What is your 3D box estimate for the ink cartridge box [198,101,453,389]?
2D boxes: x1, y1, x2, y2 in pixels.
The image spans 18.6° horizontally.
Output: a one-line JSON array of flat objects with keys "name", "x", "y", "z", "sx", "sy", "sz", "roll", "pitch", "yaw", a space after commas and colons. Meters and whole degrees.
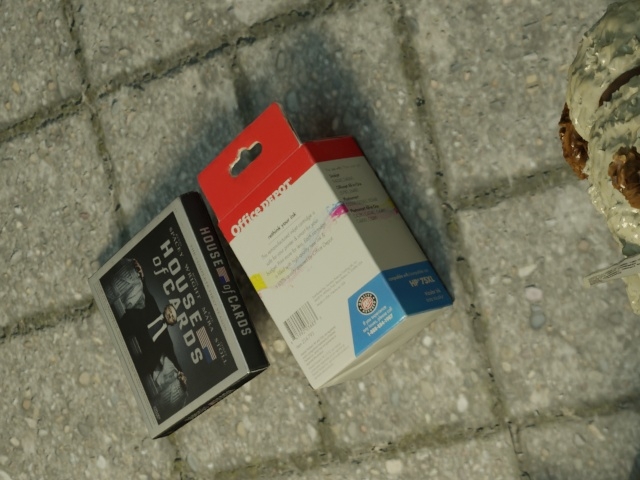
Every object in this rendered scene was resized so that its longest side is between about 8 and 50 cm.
[{"name": "ink cartridge box", "x": 0.000, "y": 0.000, "z": 1.753, "sx": 0.134, "sy": 0.078, "sz": 0.231, "roll": -41, "pitch": 72, "yaw": 35}]

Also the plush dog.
[{"name": "plush dog", "x": 0.260, "y": -0.090, "z": 1.478, "sx": 0.262, "sy": 0.211, "sz": 0.225, "roll": -50, "pitch": 41, "yaw": 31}]

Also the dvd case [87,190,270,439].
[{"name": "dvd case", "x": -0.140, "y": 0.076, "z": 1.866, "sx": 0.239, "sy": 0.030, "sz": 0.179, "roll": -38, "pitch": 72, "yaw": 56}]
